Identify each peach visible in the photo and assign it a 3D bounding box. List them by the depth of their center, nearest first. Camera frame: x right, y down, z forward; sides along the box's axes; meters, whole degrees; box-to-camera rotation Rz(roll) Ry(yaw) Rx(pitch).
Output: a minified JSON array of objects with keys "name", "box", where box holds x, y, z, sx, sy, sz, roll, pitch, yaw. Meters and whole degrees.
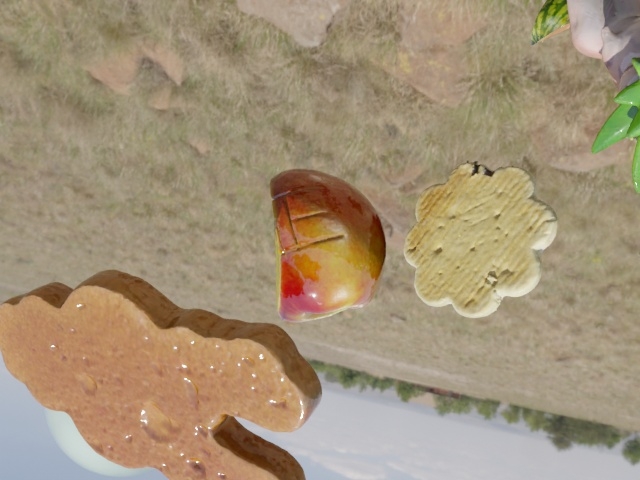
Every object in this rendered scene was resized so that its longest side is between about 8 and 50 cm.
[{"name":"peach","box":[0.000,0.000,0.968,0.245,0.275,0.248,-10,174,-34]}]

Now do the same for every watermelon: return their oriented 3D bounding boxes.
[{"name":"watermelon","box":[0.467,-0.441,0.998,0.163,0.069,0.087,-30,-179,-5]}]

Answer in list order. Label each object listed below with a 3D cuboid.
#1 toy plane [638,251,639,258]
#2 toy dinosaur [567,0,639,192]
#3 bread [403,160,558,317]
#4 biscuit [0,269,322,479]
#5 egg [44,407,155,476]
[{"name":"toy plane","box":[0.596,0.070,0.835,0.286,0.108,0.092,17,-161,-21]},{"name":"toy dinosaur","box":[0.274,-0.136,0.461,0.194,0.152,0.177,51,-168,-10]},{"name":"bread","box":[0.293,-0.006,1.012,0.316,0.316,0.054,-2,162,44]},{"name":"biscuit","box":[-0.156,0.127,0.485,0.333,0.202,0.047,13,-157,19]},{"name":"egg","box":[-0.271,0.218,0.775,0.230,0.230,0.371,15,158,-9]}]
